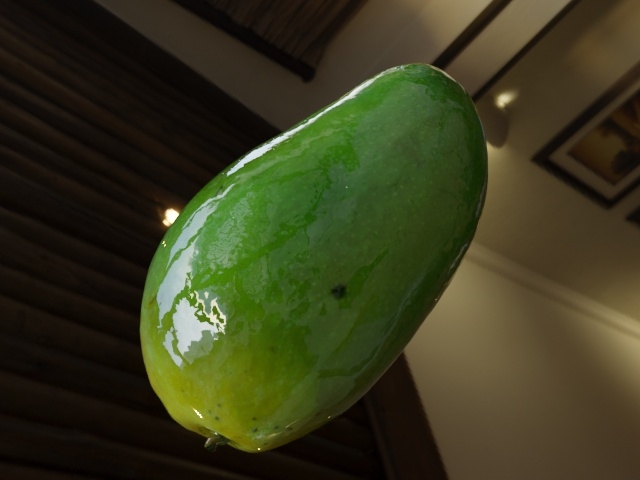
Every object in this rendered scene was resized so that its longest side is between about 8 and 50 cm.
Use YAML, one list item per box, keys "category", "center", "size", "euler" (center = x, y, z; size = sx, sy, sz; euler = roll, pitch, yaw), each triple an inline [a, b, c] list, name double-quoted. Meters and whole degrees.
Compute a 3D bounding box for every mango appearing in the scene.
- category: "mango"
  center: [0.000, 0.000, 0.655]
  size: [0.225, 0.382, 0.201]
  euler: [23, 161, 45]
